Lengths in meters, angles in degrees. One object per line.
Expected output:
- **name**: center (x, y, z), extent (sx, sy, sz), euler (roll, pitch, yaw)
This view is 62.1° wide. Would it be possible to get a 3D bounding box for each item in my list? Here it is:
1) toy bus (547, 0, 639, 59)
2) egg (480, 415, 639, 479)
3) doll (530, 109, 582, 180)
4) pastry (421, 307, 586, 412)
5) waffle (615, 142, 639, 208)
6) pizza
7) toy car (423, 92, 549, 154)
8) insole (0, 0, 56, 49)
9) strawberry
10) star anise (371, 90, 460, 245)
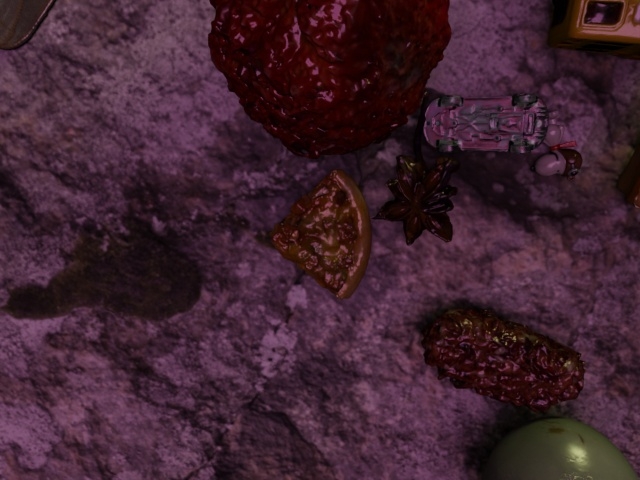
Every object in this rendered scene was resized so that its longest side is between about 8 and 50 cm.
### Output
- **toy bus**: center (0.337, -0.362, 0.532), extent (0.151, 0.145, 0.331), euler (8, 106, 10)
- **egg**: center (0.304, 0.359, 0.673), extent (0.203, 0.203, 0.282), euler (-8, 107, 4)
- **doll**: center (0.290, -0.115, 0.649), extent (0.058, 0.040, 0.085), euler (3, 104, 12)
- **pastry**: center (0.228, 0.148, 0.680), extent (0.209, 0.097, 0.115), euler (19, 107, -4)
- **waffle**: center (0.550, -0.140, 0.564), extent (0.349, 0.077, 0.304), euler (12, 123, -1)
- **pizza**: center (0.001, 0.000, 0.681), extent (0.134, 0.046, 0.174), euler (-11, 103, 5)
- **toy car**: center (0.196, -0.140, 0.636), extent (0.142, 0.055, 0.069), euler (5, 107, 22)
- **insole**: center (-0.307, -0.379, 0.623), extent (0.119, 0.009, 0.348), euler (39, 101, -7)
- **strawberry**: center (0.010, -0.227, 0.540), extent (0.274, 0.220, 0.274), euler (0, 100, -1)
- **star anise**: center (0.122, -0.080, 0.642), extent (0.097, 0.070, 0.190), euler (17, 127, 27)
